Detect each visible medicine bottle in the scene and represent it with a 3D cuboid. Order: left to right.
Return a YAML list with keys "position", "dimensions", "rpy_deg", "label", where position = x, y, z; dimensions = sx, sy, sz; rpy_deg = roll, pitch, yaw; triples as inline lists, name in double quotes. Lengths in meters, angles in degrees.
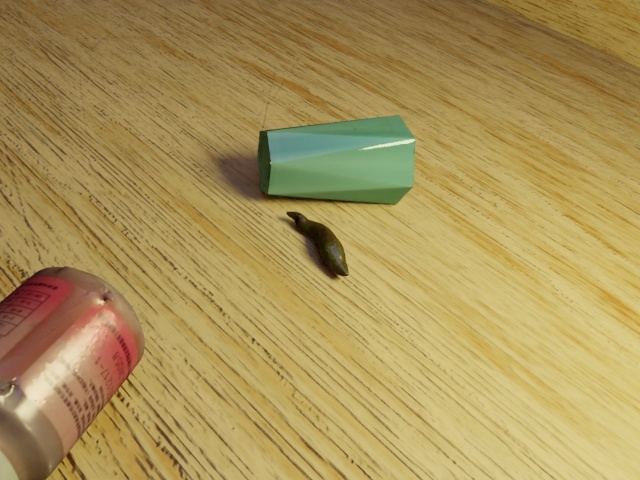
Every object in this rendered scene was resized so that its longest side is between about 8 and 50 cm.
- position: [-0.276, 0.141, 0.519]
  dimensions: [0.147, 0.147, 0.247]
  rpy_deg: [21, 40, 9]
  label: "medicine bottle"

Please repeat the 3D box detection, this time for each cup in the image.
- position: [0.021, -0.124, 0.945]
  dimensions: [0.235, 0.134, 0.148]
  rpy_deg: [-6, 40, -17]
  label: "cup"

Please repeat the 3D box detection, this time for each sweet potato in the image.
- position: [0.004, 0.000, 0.856]
  dimensions: [0.041, 0.038, 0.153]
  rpy_deg: [8, 31, -45]
  label: "sweet potato"
